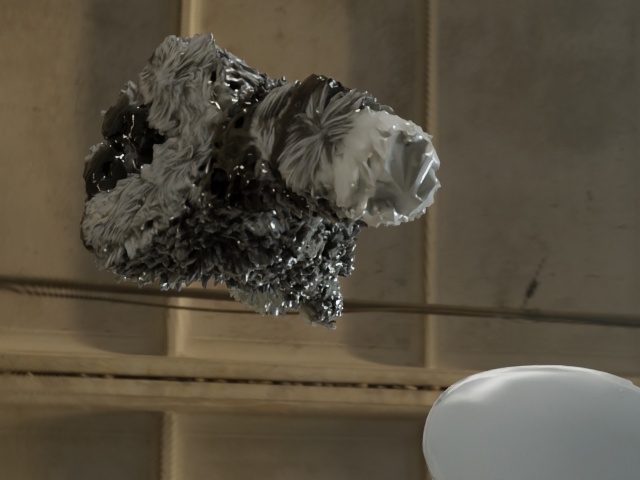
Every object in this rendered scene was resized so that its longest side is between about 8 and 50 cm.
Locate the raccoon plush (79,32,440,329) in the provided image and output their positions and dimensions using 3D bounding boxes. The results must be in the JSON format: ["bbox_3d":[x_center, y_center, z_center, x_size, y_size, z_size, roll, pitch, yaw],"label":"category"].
[{"bbox_3d":[0.000,0.000,1.015,0.299,0.446,0.216,27,-88,-37],"label":"raccoon plush"}]

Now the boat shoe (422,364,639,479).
[{"bbox_3d":[0.204,0.151,0.644,0.306,0.105,0.113,9,-120,13],"label":"boat shoe"}]
